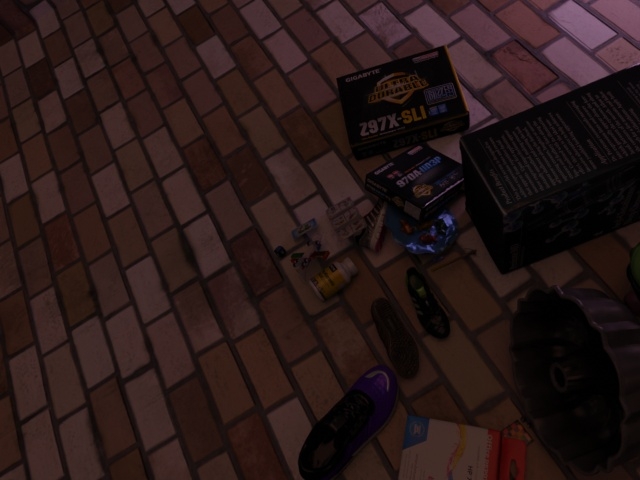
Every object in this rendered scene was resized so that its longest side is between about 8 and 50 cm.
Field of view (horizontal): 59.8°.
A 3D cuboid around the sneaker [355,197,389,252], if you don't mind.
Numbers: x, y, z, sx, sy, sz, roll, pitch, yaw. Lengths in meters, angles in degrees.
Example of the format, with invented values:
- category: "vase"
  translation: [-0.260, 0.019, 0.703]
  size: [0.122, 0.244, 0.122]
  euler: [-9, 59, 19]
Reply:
- category: "sneaker"
  translation: [0.131, -0.054, 1.404]
  size: [0.075, 0.063, 0.170]
  euler: [10, 69, 20]

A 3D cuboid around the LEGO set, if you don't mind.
- category: "LEGO set"
  translation: [0.000, 0.000, 1.415]
  size: [0.244, 0.060, 0.182]
  euler: [-31, 29, 4]

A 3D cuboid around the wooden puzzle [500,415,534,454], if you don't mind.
- category: "wooden puzzle"
  translation: [0.396, 0.397, 1.125]
  size: [0.083, 0.006, 0.049]
  euler: [-34, 59, -1]

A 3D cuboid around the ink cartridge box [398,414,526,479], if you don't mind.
- category: "ink cartridge box"
  translation: [0.281, 0.435, 1.097]
  size: [0.231, 0.078, 0.134]
  euler: [3, 66, 22]

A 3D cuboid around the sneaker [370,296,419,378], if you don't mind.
- category: "sneaker"
  translation: [0.168, 0.219, 1.260]
  size: [0.066, 0.071, 0.188]
  euler: [-18, 78, -8]

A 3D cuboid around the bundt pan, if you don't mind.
- category: "bundt pan"
  translation: [0.476, 0.232, 0.988]
  size: [0.124, 0.331, 0.330]
  euler: [-9, 60, -10]

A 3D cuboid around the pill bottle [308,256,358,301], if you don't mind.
- category: "pill bottle"
  translation: [0.033, 0.092, 1.360]
  size: [0.116, 0.065, 0.065]
  euler: [-36, 59, -3]

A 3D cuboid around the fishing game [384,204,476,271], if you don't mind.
- category: "fishing game"
  translation: [0.244, -0.049, 1.340]
  size: [0.189, 0.041, 0.264]
  euler: [-17, 61, -20]

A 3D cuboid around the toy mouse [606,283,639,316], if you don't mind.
- category: "toy mouse"
  translation: [0.643, 0.158, 1.155]
  size: [0.143, 0.031, 0.161]
  euler: [35, 78, 29]

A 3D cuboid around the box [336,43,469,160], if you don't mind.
- category: "box"
  translation: [0.221, -0.381, 1.535]
  size: [0.322, 0.079, 0.257]
  euler: [-14, 63, 10]

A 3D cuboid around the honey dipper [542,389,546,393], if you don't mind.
- category: "honey dipper"
  translation: [0.499, 0.300, 1.132]
  size: [0.161, 0.030, 0.030]
  euler: [-20, 60, 2]

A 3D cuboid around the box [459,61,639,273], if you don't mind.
- category: "box"
  translation: [0.527, -0.139, 1.190]
  size: [0.396, 0.293, 0.212]
  euler: [-22, 59, 6]

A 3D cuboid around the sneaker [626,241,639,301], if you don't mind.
- category: "sneaker"
  translation: [0.768, 0.180, 1.021]
  size: [0.185, 0.202, 0.482]
  euler: [-38, 77, 6]

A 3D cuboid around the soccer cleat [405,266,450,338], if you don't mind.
- category: "soccer cleat"
  translation: [0.238, 0.141, 1.266]
  size: [0.060, 0.072, 0.179]
  euler: [-26, 59, 3]

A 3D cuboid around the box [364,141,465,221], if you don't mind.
- category: "box"
  translation: [0.245, -0.148, 1.371]
  size: [0.220, 0.051, 0.175]
  euler: [-32, 54, -33]

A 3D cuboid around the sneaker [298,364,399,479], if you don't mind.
- category: "sneaker"
  translation: [0.058, 0.381, 1.158]
  size: [0.102, 0.146, 0.293]
  euler: [33, 78, 28]
